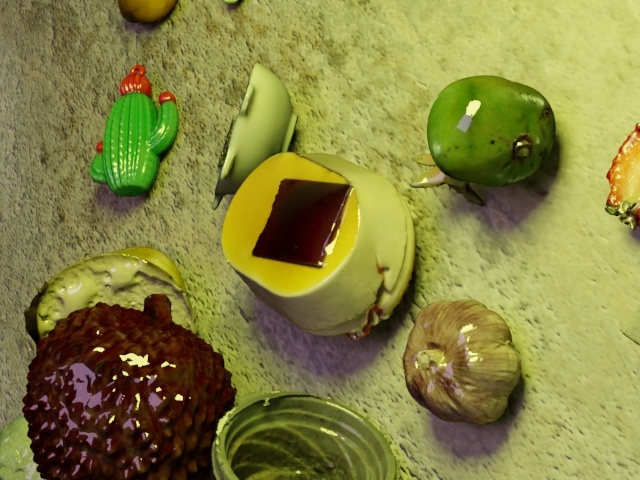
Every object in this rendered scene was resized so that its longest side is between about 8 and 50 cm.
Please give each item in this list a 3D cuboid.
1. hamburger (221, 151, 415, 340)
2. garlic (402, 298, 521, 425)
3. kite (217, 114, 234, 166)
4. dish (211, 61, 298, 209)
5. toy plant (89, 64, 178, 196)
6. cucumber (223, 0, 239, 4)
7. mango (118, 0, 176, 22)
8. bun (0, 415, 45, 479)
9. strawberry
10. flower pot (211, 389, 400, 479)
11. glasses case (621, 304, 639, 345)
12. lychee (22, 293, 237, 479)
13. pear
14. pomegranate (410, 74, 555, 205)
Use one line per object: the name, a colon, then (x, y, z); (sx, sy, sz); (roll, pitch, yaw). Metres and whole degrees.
hamburger: (0.000, 0.000, 1.518); (0.295, 0.151, 0.227); (33, 95, 52)
garlic: (0.158, 0.139, 1.330); (0.147, 0.102, 0.159); (-49, 47, 21)
kite: (-0.151, -0.149, 1.809); (0.090, 0.004, 0.122); (119, 165, -47)
dish: (-0.089, -0.140, 1.680); (0.236, 0.086, 0.227); (-115, 42, -84)
toy plant: (-0.310, -0.189, 1.960); (0.155, 0.088, 0.240); (13, 75, 36)
cucumber: (-0.135, -0.441, 1.897); (0.067, 0.035, 0.107); (4, 85, 36)
mango: (-0.312, -0.444, 2.047); (0.163, 0.090, 0.111); (19, 91, 56)
bun: (-0.503, 0.396, 1.935); (0.221, 0.108, 0.221); (-19, 62, 42)
strawberry: (0.362, -0.077, 1.235); (0.104, 0.048, 0.152); (14, 73, 55)
flower pot: (-0.029, 0.308, 1.410); (0.235, 0.236, 0.140); (50, 134, 44)
glasses case: (0.397, 0.118, 1.126); (0.205, 0.047, 0.070); (38, 100, 47)
lychee: (-0.267, 0.234, 1.607); (0.306, 0.306, 0.330); (17, 90, 48)
pear: (-0.313, 0.101, 1.804); (0.267, 0.267, 0.178); (-52, 14, 20)
pomegranate: (0.184, -0.112, 1.362); (0.191, 0.152, 0.131); (-42, 47, 47)
